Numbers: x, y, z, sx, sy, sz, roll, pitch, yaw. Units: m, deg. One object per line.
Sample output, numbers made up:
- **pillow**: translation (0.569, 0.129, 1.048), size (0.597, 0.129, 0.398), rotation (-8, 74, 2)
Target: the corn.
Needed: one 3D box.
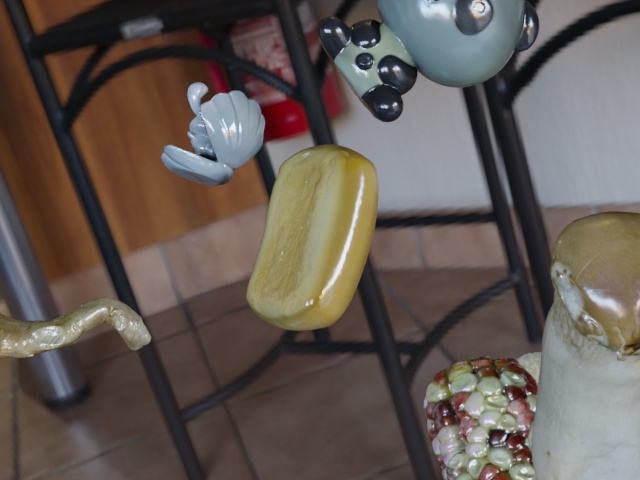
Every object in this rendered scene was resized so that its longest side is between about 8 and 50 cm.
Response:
- **corn**: translation (0.148, 0.203, 0.798), size (0.092, 0.092, 0.280), rotation (-18, 57, -4)

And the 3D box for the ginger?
- **ginger**: translation (-0.347, 0.108, 1.393), size (0.288, 0.075, 0.089), rotation (-5, 20, -14)

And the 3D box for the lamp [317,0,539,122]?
- **lamp**: translation (0.131, -0.264, 1.440), size (0.244, 0.197, 0.198), rotation (-36, 24, -2)

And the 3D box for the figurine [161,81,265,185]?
- **figurine**: translation (-0.095, -0.096, 1.101), size (0.082, 0.094, 0.086), rotation (8, 77, 42)

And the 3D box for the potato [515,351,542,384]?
- **potato**: translation (0.297, 0.248, 1.533), size (0.182, 0.202, 0.117), rotation (-44, -11, -1)

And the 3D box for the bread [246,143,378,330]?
- **bread**: translation (0.000, 0.000, 1.336), size (0.098, 0.217, 0.147), rotation (21, -10, -35)

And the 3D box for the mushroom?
- **mushroom**: translation (0.146, 0.076, 0.590), size (0.084, 0.209, 0.071), rotation (-2, 44, -2)
